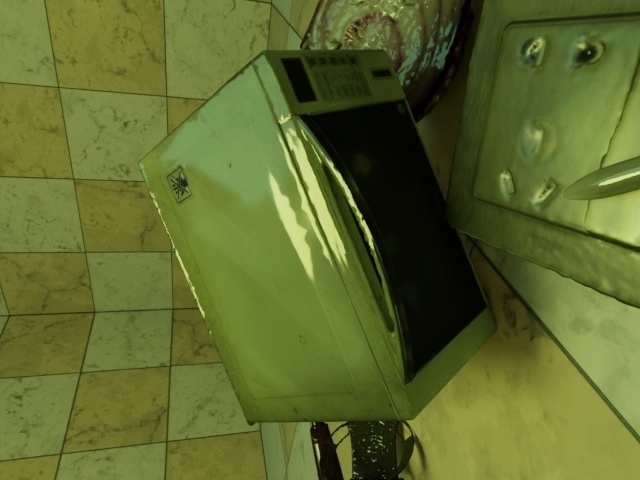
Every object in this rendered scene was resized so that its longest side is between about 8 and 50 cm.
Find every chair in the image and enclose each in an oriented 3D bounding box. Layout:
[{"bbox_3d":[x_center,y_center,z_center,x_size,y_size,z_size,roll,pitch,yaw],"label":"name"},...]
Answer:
[{"bbox_3d":[0.084,0.406,0.772,0.149,0.174,0.214,42,-141,-55],"label":"chair"}]

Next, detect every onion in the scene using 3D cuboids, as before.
[{"bbox_3d":[0.130,-0.322,0.677,0.280,0.146,0.315,-51,53,33],"label":"onion"}]

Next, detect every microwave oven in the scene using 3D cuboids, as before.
[{"bbox_3d":[0.000,0.000,0.604,0.332,0.247,0.395,-21,92,42],"label":"microwave oven"}]

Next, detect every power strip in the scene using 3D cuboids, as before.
[{"bbox_3d":[0.235,-0.096,0.381,0.251,0.092,0.257,-138,51,-58],"label":"power strip"}]

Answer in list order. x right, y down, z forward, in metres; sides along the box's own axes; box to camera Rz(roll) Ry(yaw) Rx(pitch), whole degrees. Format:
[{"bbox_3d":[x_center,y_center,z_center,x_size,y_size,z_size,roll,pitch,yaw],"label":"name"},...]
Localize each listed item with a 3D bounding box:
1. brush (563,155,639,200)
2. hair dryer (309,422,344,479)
[{"bbox_3d":[0.269,-0.066,0.223,0.299,0.042,0.039,-23,96,56],"label":"brush"},{"bbox_3d":[0.019,0.496,0.874,0.312,0.123,0.341,51,-158,-77],"label":"hair dryer"}]
